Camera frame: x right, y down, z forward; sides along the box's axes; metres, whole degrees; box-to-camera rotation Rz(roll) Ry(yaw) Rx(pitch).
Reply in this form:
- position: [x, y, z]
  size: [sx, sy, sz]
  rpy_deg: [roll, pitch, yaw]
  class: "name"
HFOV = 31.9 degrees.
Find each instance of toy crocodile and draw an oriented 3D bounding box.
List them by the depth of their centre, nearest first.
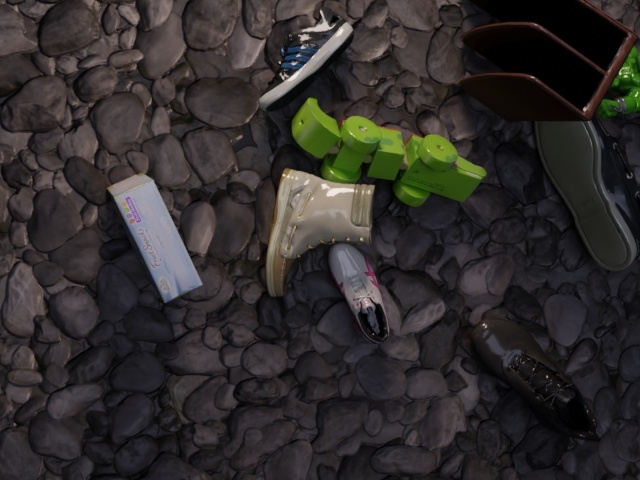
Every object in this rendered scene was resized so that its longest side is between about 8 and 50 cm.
- position: [0.113, -0.142, 1.851]
  size: [0.340, 0.105, 0.115]
  rpy_deg: [13, 134, -17]
  class: "toy crocodile"

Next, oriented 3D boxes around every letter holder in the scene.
- position: [0.313, -0.307, 1.776]
  size: [0.214, 0.302, 0.152]
  rpy_deg: [31, 88, -15]
  class: "letter holder"

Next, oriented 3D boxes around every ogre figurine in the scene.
- position: [0.509, -0.292, 1.930]
  size: [0.118, 0.197, 0.097]
  rpy_deg: [9, 131, -29]
  class: "ogre figurine"

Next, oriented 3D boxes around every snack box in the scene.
- position: [-0.257, -0.009, 1.707]
  size: [0.070, 0.207, 0.175]
  rpy_deg: [-26, 101, -11]
  class: "snack box"

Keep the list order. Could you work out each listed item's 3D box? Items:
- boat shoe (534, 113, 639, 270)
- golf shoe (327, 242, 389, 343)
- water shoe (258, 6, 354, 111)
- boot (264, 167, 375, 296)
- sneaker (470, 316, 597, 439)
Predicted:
- position: [0.482, -0.122, 1.942]
  size: [0.113, 0.127, 0.340]
  rpy_deg: [-27, 91, -38]
  class: "boat shoe"
- position: [0.071, 0.085, 1.867]
  size: [0.067, 0.086, 0.186]
  rpy_deg: [-27, 101, -9]
  class: "golf shoe"
- position: [-0.038, -0.293, 1.817]
  size: [0.203, 0.073, 0.080]
  rpy_deg: [-43, 83, -11]
  class: "water shoe"
- position: [0.000, 0.000, 1.817]
  size: [0.165, 0.077, 0.213]
  rpy_deg: [10, 99, 2]
  class: "boot"
- position: [0.380, 0.239, 1.943]
  size: [0.286, 0.130, 0.109]
  rpy_deg: [41, 87, -14]
  class: "sneaker"
